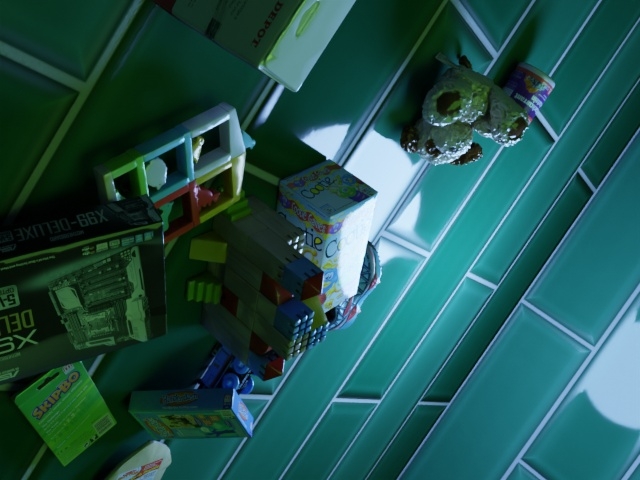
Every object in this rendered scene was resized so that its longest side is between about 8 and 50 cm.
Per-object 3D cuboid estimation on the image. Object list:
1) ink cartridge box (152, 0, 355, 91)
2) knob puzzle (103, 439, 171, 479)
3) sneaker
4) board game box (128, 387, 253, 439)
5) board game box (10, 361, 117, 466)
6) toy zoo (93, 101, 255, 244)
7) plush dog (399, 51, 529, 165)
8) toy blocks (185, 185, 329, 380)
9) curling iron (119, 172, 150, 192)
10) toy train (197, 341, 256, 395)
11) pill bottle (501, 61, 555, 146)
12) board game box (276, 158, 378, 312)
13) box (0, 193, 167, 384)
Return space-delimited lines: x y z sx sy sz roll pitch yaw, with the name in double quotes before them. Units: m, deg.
"ink cartridge box" -0.087 -0.332 1.067 0.172 0.237 0.100 -56 150 6
"knob puzzle" -0.397 0.490 1.697 0.213 0.030 0.213 -35 149 -25
"sneaker" 0.052 0.115 1.868 0.125 0.104 0.262 -10 129 -48
"board game box" -0.256 0.349 1.602 0.160 0.210 0.047 74 15 -55
"board game box" -0.452 0.298 1.420 0.124 0.039 0.259 -39 150 -24
"toy zoo" -0.216 -0.098 1.274 0.293 0.030 0.192 -34 144 -33
"plush dog" 0.288 -0.266 1.767 0.262 0.211 0.225 11 130 -28
"toy blocks" -0.095 0.109 1.496 0.190 0.261 0.381 -25 140 -40
"curling iron" -0.292 -0.015 1.315 0.068 0.035 0.274 -29 142 -38
"toy train" -0.195 0.285 1.695 0.184 0.105 0.080 -57 147 6
"pill bottle" 0.489 -0.337 2.000 0.193 0.108 0.108 -58 150 8
"board game box" 0.000 0.000 1.633 0.144 0.142 0.275 -28 142 -37
"box" -0.383 0.077 1.168 0.307 0.076 0.242 -15 135 -25
